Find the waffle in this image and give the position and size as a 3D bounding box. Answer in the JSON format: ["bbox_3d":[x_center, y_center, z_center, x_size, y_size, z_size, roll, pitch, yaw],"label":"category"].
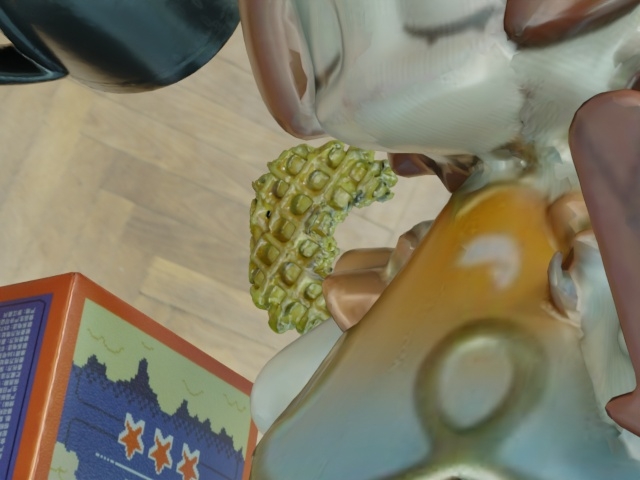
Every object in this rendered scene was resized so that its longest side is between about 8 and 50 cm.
[{"bbox_3d":[-0.001,-0.001,1.351,0.051,0.149,0.194,4,89,-65],"label":"waffle"}]

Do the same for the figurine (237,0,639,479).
[{"bbox_3d":[0.083,-0.020,0.408,0.248,0.276,0.388,4,80,-38],"label":"figurine"}]

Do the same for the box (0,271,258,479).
[{"bbox_3d":[-0.294,0.229,1.428,0.318,0.348,0.257,42,48,-46],"label":"box"}]

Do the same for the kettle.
[{"bbox_3d":[-0.211,-0.227,1.066,0.268,0.207,0.290,-51,158,3],"label":"kettle"}]
